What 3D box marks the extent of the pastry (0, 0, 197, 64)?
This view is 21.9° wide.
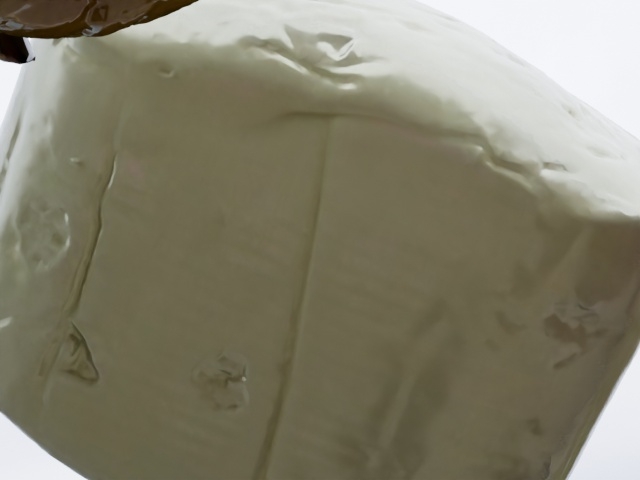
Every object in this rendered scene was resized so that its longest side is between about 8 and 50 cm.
[{"bbox_3d":[-0.095,-0.232,0.682,0.356,0.164,0.356,-19,-35,-14],"label":"pastry"}]

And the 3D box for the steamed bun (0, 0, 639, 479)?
[{"bbox_3d":[0.000,0.000,1.156,0.456,0.371,0.290,24,20,8],"label":"steamed bun"}]
